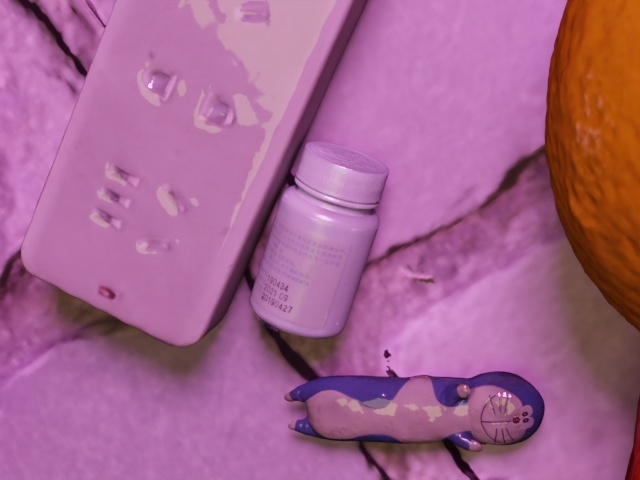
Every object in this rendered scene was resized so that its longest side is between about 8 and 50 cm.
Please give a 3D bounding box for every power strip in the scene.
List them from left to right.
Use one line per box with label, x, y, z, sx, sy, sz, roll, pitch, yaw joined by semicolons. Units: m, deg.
power strip;-0.035;-0.102;0.522;0.098;0.058;0.338;27;108;6

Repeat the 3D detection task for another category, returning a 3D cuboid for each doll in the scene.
doll;0.043;0.081;0.566;0.125;0.027;0.037;-4;111;14

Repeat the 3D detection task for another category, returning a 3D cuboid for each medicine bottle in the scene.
medicine bottle;0.000;0.000;0.545;0.047;0.047;0.083;20;107;8

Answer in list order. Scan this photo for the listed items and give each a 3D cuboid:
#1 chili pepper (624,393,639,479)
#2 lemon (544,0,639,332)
chili pepper;0.173;0.127;0.436;0.144;0.252;0.136;46;127;-7
lemon;0.173;-0.049;0.421;0.187;0.187;0.244;12;108;10
